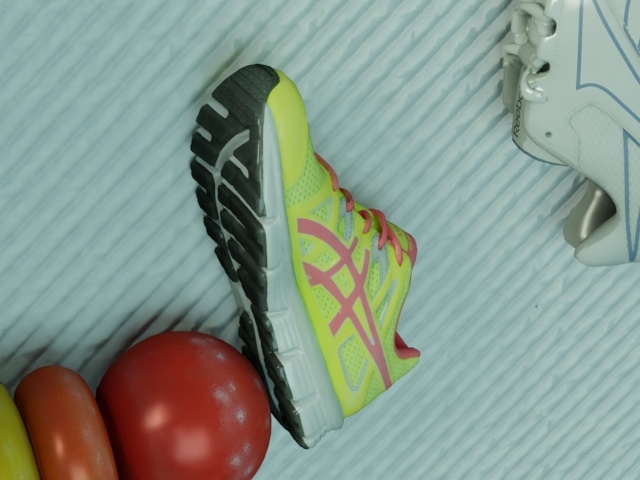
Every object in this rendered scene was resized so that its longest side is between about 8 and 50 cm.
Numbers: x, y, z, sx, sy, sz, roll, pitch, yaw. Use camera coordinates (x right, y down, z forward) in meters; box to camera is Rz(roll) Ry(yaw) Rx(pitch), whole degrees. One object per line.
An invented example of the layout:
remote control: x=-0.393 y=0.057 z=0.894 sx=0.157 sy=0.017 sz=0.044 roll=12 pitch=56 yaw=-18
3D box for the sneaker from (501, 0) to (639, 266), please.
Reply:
sneaker: x=0.141 y=-0.101 z=0.726 sx=0.129 sy=0.111 sz=0.297 roll=-21 pitch=118 yaw=6

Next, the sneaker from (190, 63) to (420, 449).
sneaker: x=0.000 y=0.000 z=0.746 sx=0.094 sy=0.081 sz=0.208 roll=-23 pitch=128 yaw=-16

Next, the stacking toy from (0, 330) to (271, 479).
stacking toy: x=-0.178 y=0.118 z=0.709 sx=0.330 sy=0.141 sz=0.141 roll=-14 pitch=120 yaw=-17
